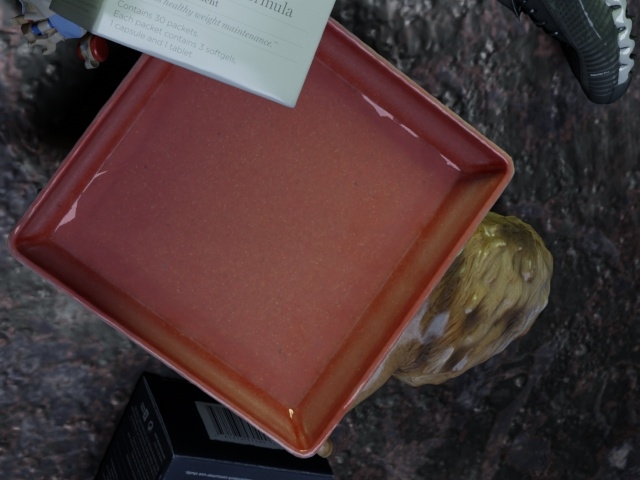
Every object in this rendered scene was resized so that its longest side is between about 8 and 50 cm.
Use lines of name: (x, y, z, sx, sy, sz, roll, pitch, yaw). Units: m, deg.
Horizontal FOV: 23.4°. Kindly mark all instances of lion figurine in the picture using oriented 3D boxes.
lion figurine: (0.000, 0.000, 1.169, 0.240, 0.142, 0.392, -47, 123, 2)

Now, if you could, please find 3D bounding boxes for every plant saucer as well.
plant saucer: (-0.039, -0.025, 1.073, 0.259, 0.048, 0.258, 37, 85, -12)

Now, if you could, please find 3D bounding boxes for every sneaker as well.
sneaker: (0.164, -0.194, 1.143, 0.106, 0.078, 0.234, -23, 125, -3)

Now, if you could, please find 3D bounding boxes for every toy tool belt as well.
toy tool belt: (-0.183, -0.152, 1.048, 0.051, 0.052, 0.083, -9, 129, 23)

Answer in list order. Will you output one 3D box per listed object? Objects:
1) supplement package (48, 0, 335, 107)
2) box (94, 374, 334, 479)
supplement package: (-0.051, -0.225, 0.942, 0.139, 0.134, 0.244, 18, 97, -24)
box: (-0.107, 0.233, 1.302, 0.153, 0.108, 0.207, 13, 117, -30)
